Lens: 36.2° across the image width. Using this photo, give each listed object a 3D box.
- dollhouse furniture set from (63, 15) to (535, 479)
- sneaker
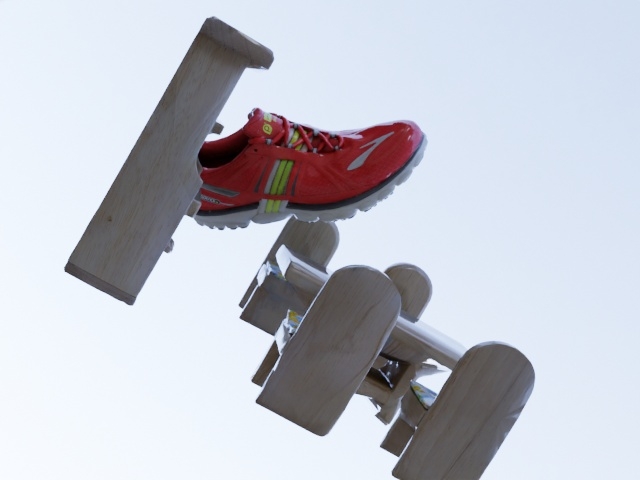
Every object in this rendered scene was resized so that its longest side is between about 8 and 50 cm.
[{"bbox_3d":[0.000,0.000,0.946,0.256,0.394,0.362,-60,-170,5],"label":"dollhouse furniture set"},{"bbox_3d":[-0.032,-0.085,1.003,0.279,0.107,0.118,-11,-54,18],"label":"sneaker"}]
